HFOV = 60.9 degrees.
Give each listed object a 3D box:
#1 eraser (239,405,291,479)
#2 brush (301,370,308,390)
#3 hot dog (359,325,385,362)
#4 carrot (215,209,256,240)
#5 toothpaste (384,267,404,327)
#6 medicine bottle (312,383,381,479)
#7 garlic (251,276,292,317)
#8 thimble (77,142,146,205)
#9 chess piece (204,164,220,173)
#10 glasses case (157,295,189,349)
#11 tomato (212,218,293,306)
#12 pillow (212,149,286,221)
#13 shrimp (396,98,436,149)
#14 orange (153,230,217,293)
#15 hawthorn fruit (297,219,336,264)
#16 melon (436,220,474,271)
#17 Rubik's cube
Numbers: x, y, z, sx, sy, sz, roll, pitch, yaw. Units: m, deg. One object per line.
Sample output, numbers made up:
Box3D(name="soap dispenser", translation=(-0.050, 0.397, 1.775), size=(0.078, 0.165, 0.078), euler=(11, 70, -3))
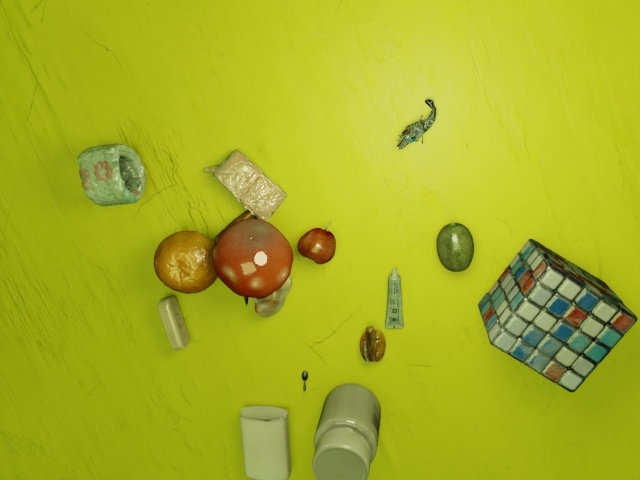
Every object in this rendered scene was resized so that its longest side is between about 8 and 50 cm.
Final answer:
Box3D(name="eraser", translation=(-0.201, 0.752, 2.011), size=(0.174, 0.095, 0.269), euler=(0, 105, 10))
Box3D(name="brush", translation=(-0.057, 0.506, 1.959), size=(0.024, 0.008, 0.083), euler=(4, 106, 5))
Box3D(name="hot dog", translation=(0.178, 0.352, 1.848), size=(0.090, 0.060, 0.140), euler=(7, 104, 3))
Box3D(name="carrot", translation=(-0.259, -0.058, 1.809), size=(0.210, 0.061, 0.061), euler=(-42, 96, 13))
Box3D(name="toothpaste", translation=(0.245, 0.195, 1.804), size=(0.064, 0.041, 0.218), euler=(-1, 110, 4))
Box3D(name="medicine bottle", translation=(0.087, 0.649, 1.803), size=(0.209, 0.339, 0.208), euler=(3, 107, 10))
Box3D(name="garlic", translation=(-0.166, 0.177, 1.839), size=(0.124, 0.099, 0.174), euler=(29, 108, -22))
Box3D(name="thimble", translation=(-0.672, -0.217, 1.753), size=(0.150, 0.185, 0.211), euler=(-5, 138, 13))
Box3D(name="chess piece", translation=(-0.335, -0.231, 1.780), size=(0.092, 0.035, 0.035), euler=(0, 106, 13))
Box3D(name="glasses case", translation=(-0.522, 0.294, 1.938), size=(0.050, 0.083, 0.196), euler=(-11, 105, 13))
Box3D(name="tomato", translation=(-0.211, 0.056, 1.713), size=(0.256, 0.255, 0.224), euler=(14, 143, 5))
Box3D(name="pillow", translation=(-0.225, -0.175, 1.749), size=(0.232, 0.043, 0.126), euler=(43, 89, -10))
Box3D(name="shrimp", translation=(0.292, -0.335, 1.619), size=(0.076, 0.082, 0.174), euler=(38, 101, 2))
Box3D(name="orange", translation=(-0.437, 0.071, 1.802), size=(0.220, 0.193, 0.219), euler=(9, 120, 16))
Box3D(name="hawthorn fruit", translation=(-0.009, 0.013, 1.756), size=(0.125, 0.125, 0.140), euler=(-5, 72, 11))
Box3D(name="melon", translation=(0.417, 0.017, 1.682), size=(0.114, 0.114, 0.167), euler=(-6, 106, 11))
Box3D(name="Rubik's cube", translation=(0.676, 0.209, 1.603), size=(0.293, 0.292, 0.286), euler=(32, 108, 1))
